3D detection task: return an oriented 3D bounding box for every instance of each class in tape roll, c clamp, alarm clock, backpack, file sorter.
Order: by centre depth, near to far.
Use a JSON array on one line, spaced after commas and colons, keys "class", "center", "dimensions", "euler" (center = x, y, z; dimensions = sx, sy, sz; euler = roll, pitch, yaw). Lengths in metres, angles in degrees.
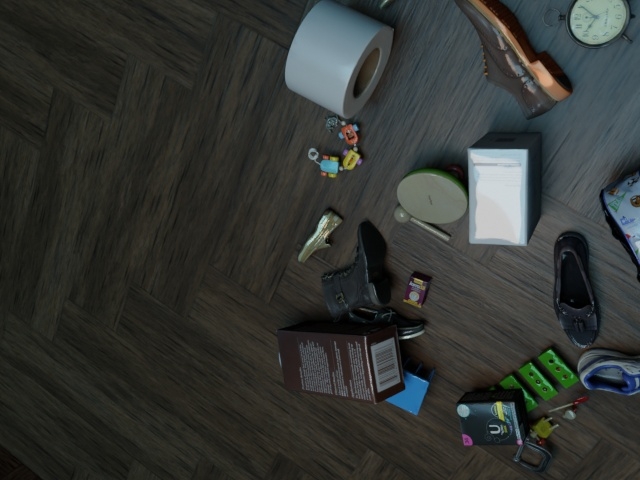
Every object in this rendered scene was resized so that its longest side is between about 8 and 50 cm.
[{"class": "backpack", "center": [0.737, -0.035, 1.413], "dimensions": [0.213, 0.276, 0.263], "euler": [-39, 82, 26]}, {"class": "alarm clock", "center": [0.588, -0.490, 1.425], "dimensions": [0.192, 0.064, 0.129], "euler": [8, 112, 21]}, {"class": "tape roll", "center": [0.047, -0.446, 1.601], "dimensions": [0.169, 0.246, 0.246], "euler": [29, 118, 14]}, {"class": "c clamp", "center": [0.578, 0.593, 1.819], "dimensions": [0.137, 0.022, 0.161], "euler": [16, 137, 24]}, {"class": "file sorter", "center": [0.234, 0.401, 1.895], "dimensions": [0.170, 0.104, 0.118], "euler": [23, 117, 18]}]

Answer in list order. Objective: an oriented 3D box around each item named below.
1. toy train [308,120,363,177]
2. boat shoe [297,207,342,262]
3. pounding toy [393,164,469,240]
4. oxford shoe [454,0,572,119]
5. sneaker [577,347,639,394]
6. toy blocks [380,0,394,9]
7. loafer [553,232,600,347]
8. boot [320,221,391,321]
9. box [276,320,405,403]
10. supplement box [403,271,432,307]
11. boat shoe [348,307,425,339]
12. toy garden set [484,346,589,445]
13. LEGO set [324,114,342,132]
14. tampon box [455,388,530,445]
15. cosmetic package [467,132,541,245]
[{"class": "toy train", "center": [0.055, -0.248, 1.786], "dimensions": [0.166, 0.046, 0.125], "euler": [-29, 93, 28]}, {"class": "boat shoe", "center": [0.000, 0.000, 1.891], "dimensions": [0.072, 0.068, 0.190], "euler": [33, 119, -1]}, {"class": "pounding toy", "center": [0.296, -0.128, 1.693], "dimensions": [0.183, 0.110, 0.237], "euler": [20, 146, 7]}, {"class": "oxford shoe", "center": [0.411, -0.437, 1.498], "dimensions": [0.364, 0.130, 0.133], "euler": [51, 129, 3]}, {"class": "sneaker", "center": [0.787, 0.336, 1.588], "dimensions": [0.296, 0.131, 0.112], "euler": [-6, 103, 26]}, {"class": "toy blocks", "center": [0.150, -0.662, 1.582], "dimensions": [0.123, 0.054, 0.148], "euler": [-37, 89, 32]}, {"class": "loafer", "center": [0.626, 0.136, 1.612], "dimensions": [0.109, 0.095, 0.302], "euler": [-6, 105, 28]}, {"class": "boot", "center": [0.081, 0.094, 1.863], "dimensions": [0.229, 0.091, 0.263], "euler": [-17, 78, 46]}, {"class": "box", "center": [0.050, 0.340, 1.863], "dimensions": [0.381, 0.143, 0.191], "euler": [-5, 95, 46]}, {"class": "supplement box", "center": [0.272, 0.137, 1.817], "dimensions": [0.055, 0.043, 0.083], "euler": [20, 115, 19]}, {"class": "boat shoe", "center": [0.187, 0.236, 1.870], "dimensions": [0.233, 0.084, 0.079], "euler": [3, 107, 30]}, {"class": "toy garden set", "center": [0.600, 0.426, 1.761], "dimensions": [0.204, 0.049, 0.244], "euler": [48, 120, 5]}, {"class": "LEGO set", "center": [0.030, -0.334, 1.776], "dimensions": [0.054, 0.023, 0.083], "euler": [-3, 107, 27]}, {"class": "tampon box", "center": [0.464, 0.475, 1.747], "dimensions": [0.161, 0.101, 0.120], "euler": [-12, 92, 30]}, {"class": "cosmetic package", "center": [0.439, -0.127, 1.534], "dimensions": [0.138, 0.224, 0.225], "euler": [5, 110, 25]}]
